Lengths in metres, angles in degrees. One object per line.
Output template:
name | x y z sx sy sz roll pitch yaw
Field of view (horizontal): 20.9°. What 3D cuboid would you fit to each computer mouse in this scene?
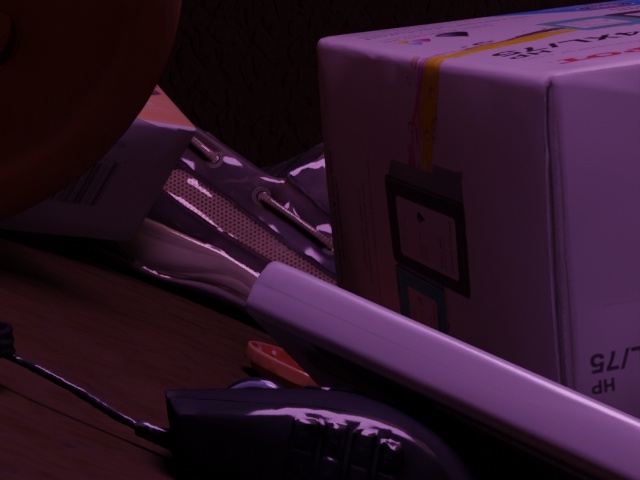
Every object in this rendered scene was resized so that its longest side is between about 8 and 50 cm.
computer mouse | -0.052 0.040 0.519 0.242 0.041 0.071 22 2 6

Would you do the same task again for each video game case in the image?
video game case | 0.084 0.082 0.553 0.190 0.022 0.173 23 -15 30

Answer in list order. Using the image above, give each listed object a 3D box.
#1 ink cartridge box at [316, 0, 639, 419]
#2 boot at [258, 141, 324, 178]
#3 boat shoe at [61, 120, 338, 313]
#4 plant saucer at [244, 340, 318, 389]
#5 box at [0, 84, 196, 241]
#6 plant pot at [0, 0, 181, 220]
ink cartridge box | 0.140 -0.005 0.823 0.198 0.197 0.270 -10 12 -18
boot | -0.038 -0.036 1.338 0.229 0.091 0.263 -9 -5 18
boat shoe | 0.000 0.000 1.130 0.355 0.130 0.132 22 1 0
plant saucer | 0.001 0.070 0.835 0.083 0.013 0.083 22 2 -1
box | -0.183 -0.089 1.052 0.130 0.091 0.170 6 34 -49
plant pot | -0.198 -0.138 0.812 0.291 0.291 0.203 21 20 -51
